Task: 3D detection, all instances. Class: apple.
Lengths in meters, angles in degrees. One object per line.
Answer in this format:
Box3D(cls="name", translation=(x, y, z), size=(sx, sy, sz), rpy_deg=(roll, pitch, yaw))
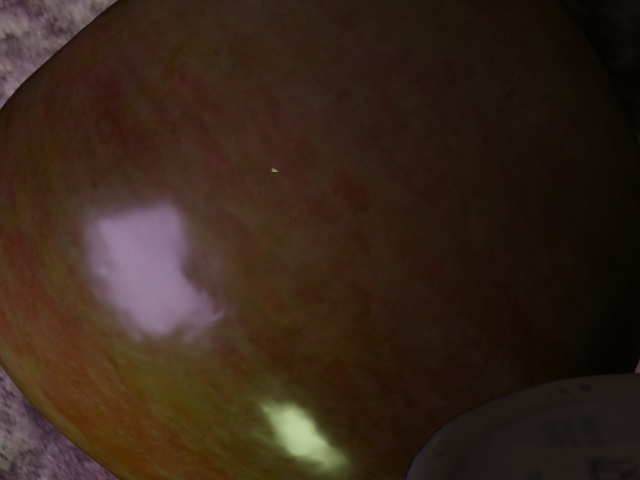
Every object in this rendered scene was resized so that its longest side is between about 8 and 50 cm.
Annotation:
Box3D(cls="apple", translation=(0.000, 0.000, 0.725), size=(0.234, 0.257, 0.257), rpy_deg=(55, 148, -6))

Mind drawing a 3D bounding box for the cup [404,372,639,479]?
Box3D(cls="cup", translation=(0.089, 0.161, 0.576), size=(0.301, 0.227, 0.257), rpy_deg=(-120, 28, -64))
